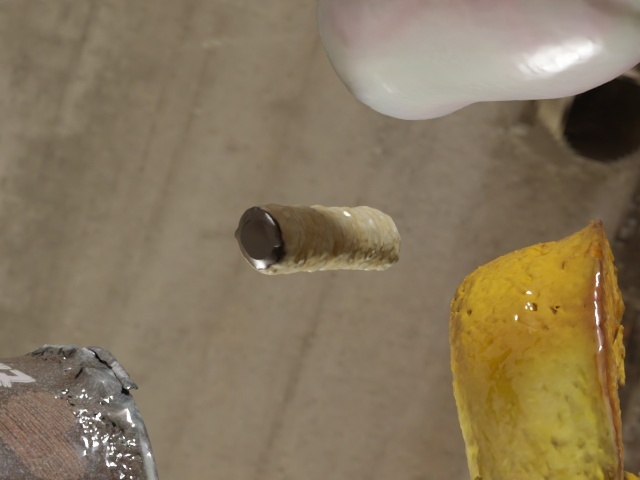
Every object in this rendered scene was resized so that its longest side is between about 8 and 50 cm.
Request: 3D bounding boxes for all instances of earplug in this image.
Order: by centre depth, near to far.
[{"bbox_3d":[0.141,-0.167,1.262,0.301,0.172,0.172,10,85,62],"label":"earplug"}]

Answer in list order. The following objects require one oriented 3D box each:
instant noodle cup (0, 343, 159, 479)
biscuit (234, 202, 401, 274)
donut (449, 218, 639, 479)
[{"bbox_3d":[-0.214,0.144,0.850,0.217,0.207,0.217,-15,71,50],"label":"instant noodle cup"},{"bbox_3d":[0.000,0.000,1.485,0.055,0.219,0.061,-34,77,25],"label":"biscuit"},{"bbox_3d":[0.225,0.218,1.712,0.377,0.163,0.435,-64,-37,-70],"label":"donut"}]
